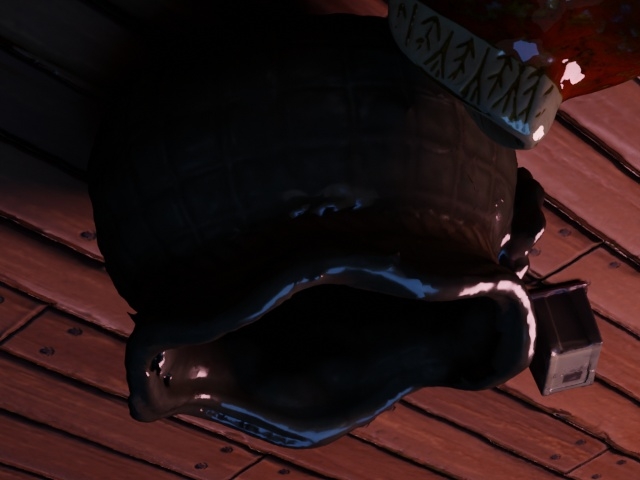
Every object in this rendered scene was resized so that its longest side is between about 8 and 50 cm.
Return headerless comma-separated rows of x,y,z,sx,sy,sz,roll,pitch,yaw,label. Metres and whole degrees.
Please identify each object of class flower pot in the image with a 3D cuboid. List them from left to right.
0.000,0.000,1.175,0.301,0.213,0.302,-6,155,-3,flower pot

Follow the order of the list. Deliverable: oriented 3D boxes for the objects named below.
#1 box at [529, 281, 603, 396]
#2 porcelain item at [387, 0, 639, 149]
0.205,0.086,1.545,0.060,0.063,0.085,-10,145,-8,box
0.156,-0.164,1.023,0.252,0.253,0.253,-12,145,-8,porcelain item
